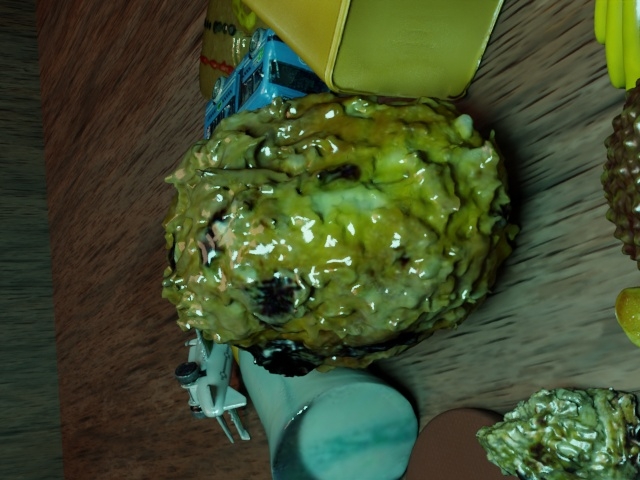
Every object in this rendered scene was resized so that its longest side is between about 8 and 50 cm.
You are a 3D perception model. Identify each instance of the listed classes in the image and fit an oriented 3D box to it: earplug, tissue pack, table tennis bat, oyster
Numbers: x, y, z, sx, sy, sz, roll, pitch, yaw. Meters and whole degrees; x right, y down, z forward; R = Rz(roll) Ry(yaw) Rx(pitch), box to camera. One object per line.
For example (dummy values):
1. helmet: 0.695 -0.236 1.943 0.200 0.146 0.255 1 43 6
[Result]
1. earplug: -0.025 0.185 1.142 0.324 0.185 0.184 -133 50 -58
2. tissue pack: 0.047 -0.281 0.985 0.274 0.195 0.145 54 139 47
3. table tennis bat: 0.142 0.304 0.961 0.310 0.038 0.200 -49 49 48
4. oyster: 0.219 0.186 0.805 0.177 0.056 0.105 2 97 49

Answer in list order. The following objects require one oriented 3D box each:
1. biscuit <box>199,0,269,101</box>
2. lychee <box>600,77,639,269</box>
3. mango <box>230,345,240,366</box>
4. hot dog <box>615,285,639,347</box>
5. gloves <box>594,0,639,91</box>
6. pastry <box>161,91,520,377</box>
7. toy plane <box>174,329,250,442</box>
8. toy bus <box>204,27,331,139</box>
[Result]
1. biscuit: -0.138 -0.341 1.443 0.262 0.052 0.277 46 129 51
2. lychee: 0.279 -0.042 0.586 0.188 0.188 0.188 -1 89 60
3. mango: -0.116 0.163 1.394 0.114 0.061 0.080 66 148 24
4. hot dog: 0.317 0.082 0.649 0.216 0.047 0.066 21 122 58
5. gloves: 0.283 -0.246 0.684 0.133 0.116 0.294 -87 2 -63
6. pastry: -0.008 -0.002 0.918 0.405 0.338 0.292 -17 72 60
7. toy plane: -0.182 0.212 1.436 0.255 0.101 0.251 -110 3 -59
8. toy bus: -0.078 -0.196 1.251 0.246 0.114 0.134 -34 47 55
